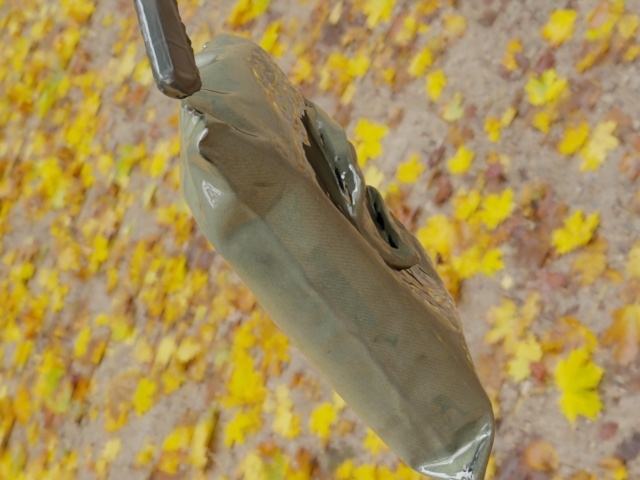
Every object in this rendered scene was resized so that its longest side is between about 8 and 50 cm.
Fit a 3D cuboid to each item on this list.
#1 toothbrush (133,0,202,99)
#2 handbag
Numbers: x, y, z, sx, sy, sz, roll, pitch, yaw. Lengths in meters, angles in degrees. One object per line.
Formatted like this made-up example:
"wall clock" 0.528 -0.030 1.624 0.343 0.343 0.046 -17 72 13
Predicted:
"toothbrush" -0.123 -0.222 0.716 0.030 0.030 0.297 -26 79 56
"handbag" 0.002 0.001 0.843 0.109 0.316 0.253 -35 26 13
